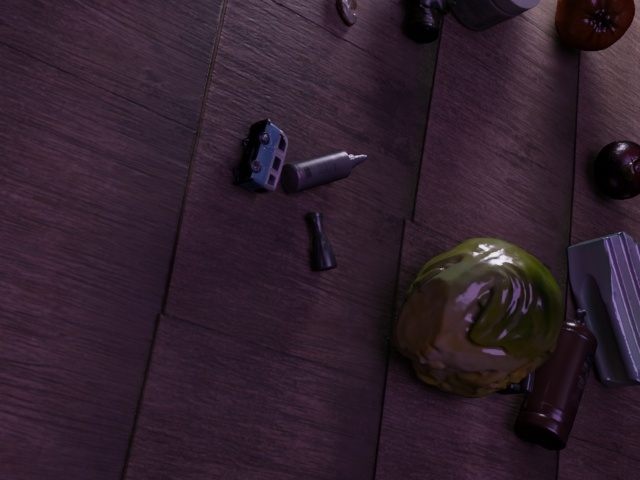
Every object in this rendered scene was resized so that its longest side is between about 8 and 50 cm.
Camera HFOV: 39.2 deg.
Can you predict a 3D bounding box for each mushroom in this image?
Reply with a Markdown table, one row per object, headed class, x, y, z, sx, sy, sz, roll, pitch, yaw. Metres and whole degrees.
| class | x | y | z | sx | sy | sz | roll | pitch | yaw |
| --- | --- | --- | --- | --- | --- | --- | --- | --- | --- |
| mushroom | 0.053 | -0.488 | 1.834 | 0.049 | 0.019 | 0.101 | -8 | 85 | -39 |

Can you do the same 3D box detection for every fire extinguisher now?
| class | x | y | z | sx | sy | sz | roll | pitch | yaw |
| --- | --- | --- | --- | --- | --- | --- | --- | --- | --- |
| fire extinguisher | 0.522 | 0.286 | 1.955 | 0.114 | 0.135 | 0.337 | 20 | 61 | 14 |

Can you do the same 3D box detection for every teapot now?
| class | x | y | z | sx | sy | sz | roll | pitch | yaw |
| --- | --- | --- | --- | --- | --- | --- | --- | --- | --- |
| teapot | 0.000 | 0.000 | 1.665 | 0.043 | 0.043 | 0.111 | -6 | 81 | -38 |

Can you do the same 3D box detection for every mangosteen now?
| class | x | y | z | sx | sy | sz | roll | pitch | yaw |
| --- | --- | --- | --- | --- | --- | --- | --- | --- | --- |
| mangosteen | 0.751 | -0.175 | 2.211 | 0.152 | 0.152 | 0.152 | 10 | 73 | -35 |

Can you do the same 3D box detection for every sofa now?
| class | x | y | z | sx | sy | sz | roll | pitch | yaw |
| --- | --- | --- | --- | --- | --- | --- | --- | --- | --- |
| sofa | 0.403 | 0.245 | 1.885 | 0.060 | 0.085 | 0.147 | 28 | 64 | -33 |

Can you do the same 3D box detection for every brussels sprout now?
| class | x | y | z | sx | sy | sz | roll | pitch | yaw |
| --- | --- | --- | --- | --- | --- | --- | --- | --- | --- |
| brussels sprout | 0.313 | 0.149 | 1.724 | 0.344 | 0.268 | 0.344 | 3 | 84 | -34 |

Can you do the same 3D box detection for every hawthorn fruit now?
| class | x | y | z | sx | sy | sz | roll | pitch | yaw |
| --- | --- | --- | --- | --- | --- | --- | --- | --- | --- |
| hawthorn fruit | 0.679 | -0.584 | 2.249 | 0.196 | 0.196 | 0.225 | 42 | 27 | -22 |

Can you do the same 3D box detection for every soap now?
| class | x | y | z | sx | sy | sz | roll | pitch | yaw |
| --- | --- | --- | --- | --- | --- | --- | --- | --- | --- |
| soap | 0.710 | 0.157 | 2.119 | 0.208 | 0.115 | 0.347 | -17 | 89 | -39 |

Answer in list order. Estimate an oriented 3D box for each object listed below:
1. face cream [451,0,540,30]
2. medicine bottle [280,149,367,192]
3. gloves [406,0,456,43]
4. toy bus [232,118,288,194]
| class | x | y | z | sx | sy | sz | roll | pitch | yaw |
| --- | --- | --- | --- | --- | --- | --- | --- | --- | --- |
| face cream | 0.389 | -0.579 | 2.029 | 0.177 | 0.153 | 0.177 | 8 | 76 | -36 |
| medicine bottle | 0.016 | -0.138 | 1.699 | 0.199 | 0.057 | 0.058 | -20 | 92 | -39 |
| gloves | 0.243 | -0.559 | 1.944 | 0.135 | 0.107 | 0.268 | 20 | 85 | -24 |
| toy bus | -0.102 | -0.147 | 1.610 | 0.075 | 0.060 | 0.123 | 29 | 65 | -34 |
